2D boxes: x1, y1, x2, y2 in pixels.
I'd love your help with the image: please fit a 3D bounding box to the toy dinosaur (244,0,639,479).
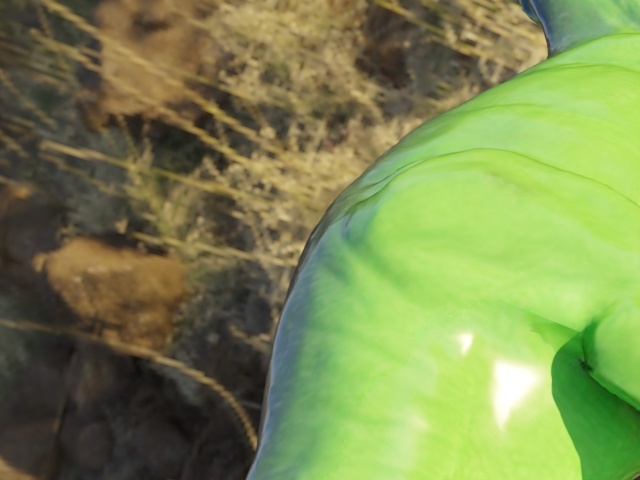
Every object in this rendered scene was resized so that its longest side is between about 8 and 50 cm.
[{"bbox_3d":[0.000,0.000,0.476,0.144,0.500,0.374,98,156,-45],"label":"toy dinosaur"}]
